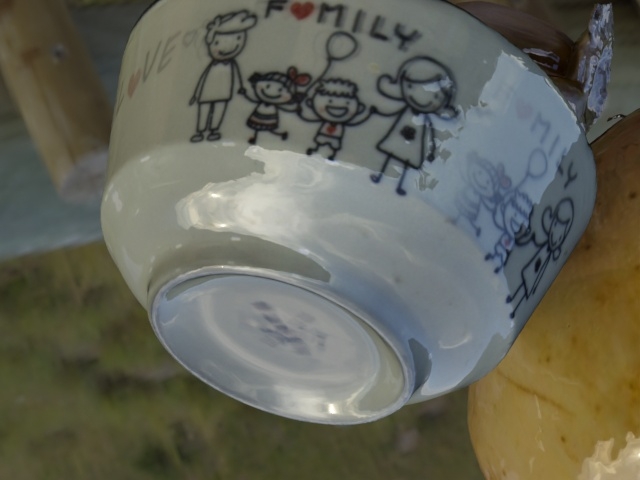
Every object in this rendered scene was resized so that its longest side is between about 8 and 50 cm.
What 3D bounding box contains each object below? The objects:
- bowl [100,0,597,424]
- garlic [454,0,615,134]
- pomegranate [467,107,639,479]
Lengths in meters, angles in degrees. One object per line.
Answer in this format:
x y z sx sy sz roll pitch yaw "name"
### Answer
0.000 0.000 0.821 0.237 0.126 0.238 14 147 9 "bowl"
0.149 -0.156 1.455 0.207 0.257 0.207 -20 -172 3 "garlic"
0.238 0.052 0.988 0.338 0.338 0.338 -20 155 -10 "pomegranate"
